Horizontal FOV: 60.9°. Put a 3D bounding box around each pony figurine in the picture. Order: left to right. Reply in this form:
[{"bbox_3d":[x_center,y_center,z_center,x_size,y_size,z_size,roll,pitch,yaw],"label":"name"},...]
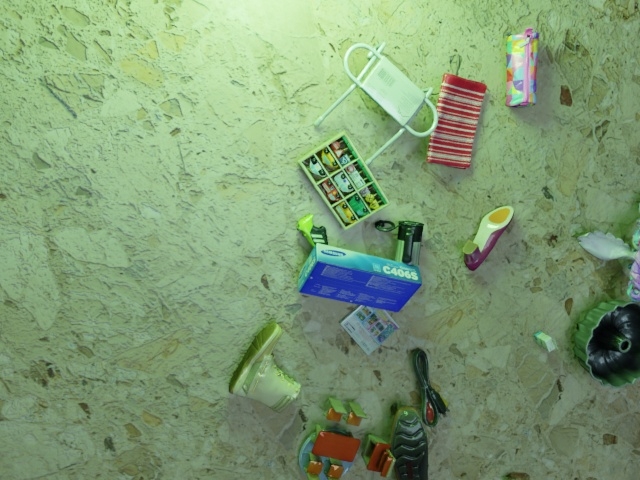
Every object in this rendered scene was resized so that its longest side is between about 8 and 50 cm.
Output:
[{"bbox_3d":[1.128,0.016,1.883,0.351,0.303,0.363,43,72,-21],"label":"pony figurine"}]

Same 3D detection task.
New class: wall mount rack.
[{"bbox_3d":[0.164,-0.397,1.618,0.350,0.130,0.304,38,87,-18],"label":"wall mount rack"}]

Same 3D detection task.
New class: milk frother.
[{"bbox_3d":[0.247,0.005,1.741,0.143,0.129,0.134,10,101,28],"label":"milk frother"}]

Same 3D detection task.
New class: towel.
[{"bbox_3d":[0.426,-0.367,1.698,0.199,0.031,0.274,3,102,-37],"label":"towel"}]

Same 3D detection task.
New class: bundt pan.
[{"bbox_3d":[1.073,0.363,1.996,0.331,0.124,0.330,-3,102,-13],"label":"bundt pan"}]

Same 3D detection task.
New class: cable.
[{"bbox_3d":[0.356,0.520,1.873,0.139,0.072,0.287,-35,101,-34],"label":"cable"}]

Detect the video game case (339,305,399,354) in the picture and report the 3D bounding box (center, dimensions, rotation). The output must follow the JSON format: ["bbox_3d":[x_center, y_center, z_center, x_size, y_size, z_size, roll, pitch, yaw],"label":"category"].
[{"bbox_3d":[0.163,0.280,1.805,0.143,0.019,0.157,-41,107,-4],"label":"video game case"}]

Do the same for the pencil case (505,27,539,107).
[{"bbox_3d":[0.634,-0.539,1.717,0.104,0.104,0.236,-7,104,-13],"label":"pencil case"}]

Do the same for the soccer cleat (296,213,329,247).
[{"bbox_3d":[0.000,0.000,1.687,0.072,0.060,0.179,-39,105,-8],"label":"soccer cleat"}]

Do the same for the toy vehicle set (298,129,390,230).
[{"bbox_3d":[0.074,-0.179,1.656,0.166,0.035,0.267,-32,108,12],"label":"toy vehicle set"}]

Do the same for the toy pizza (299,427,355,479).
[{"bbox_3d":[0.023,0.727,1.853,0.201,0.032,0.201,-3,101,-15],"label":"toy pizza"}]

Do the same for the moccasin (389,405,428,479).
[{"bbox_3d":[0.314,0.734,1.881,0.139,0.147,0.380,-13,109,5],"label":"moccasin"}]

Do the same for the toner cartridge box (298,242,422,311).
[{"bbox_3d":[0.121,0.120,1.687,0.348,0.075,0.165,14,134,-18],"label":"toner cartridge box"}]

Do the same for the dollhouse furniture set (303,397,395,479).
[{"bbox_3d":[0.100,0.682,1.776,0.259,0.135,0.262,18,95,-17],"label":"dollhouse furniture set"}]

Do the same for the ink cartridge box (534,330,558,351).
[{"bbox_3d":[0.808,0.365,1.949,0.028,0.083,0.048,-30,106,-7],"label":"ink cartridge box"}]

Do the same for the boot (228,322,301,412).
[{"bbox_3d":[-0.141,0.405,1.713,0.203,0.095,0.262,31,94,-17],"label":"boot"}]

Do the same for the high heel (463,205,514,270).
[{"bbox_3d":[0.572,-0.006,1.835,0.244,0.082,0.117,-49,141,-15],"label":"high heel"}]
